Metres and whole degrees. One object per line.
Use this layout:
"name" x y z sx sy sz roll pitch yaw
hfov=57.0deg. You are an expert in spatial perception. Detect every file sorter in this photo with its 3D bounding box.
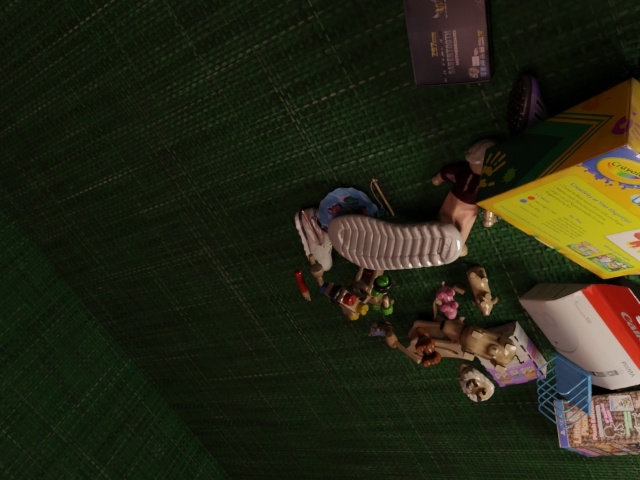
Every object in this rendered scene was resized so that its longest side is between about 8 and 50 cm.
"file sorter" 0.692 0.435 1.690 0.118 0.104 0.170 37 152 50

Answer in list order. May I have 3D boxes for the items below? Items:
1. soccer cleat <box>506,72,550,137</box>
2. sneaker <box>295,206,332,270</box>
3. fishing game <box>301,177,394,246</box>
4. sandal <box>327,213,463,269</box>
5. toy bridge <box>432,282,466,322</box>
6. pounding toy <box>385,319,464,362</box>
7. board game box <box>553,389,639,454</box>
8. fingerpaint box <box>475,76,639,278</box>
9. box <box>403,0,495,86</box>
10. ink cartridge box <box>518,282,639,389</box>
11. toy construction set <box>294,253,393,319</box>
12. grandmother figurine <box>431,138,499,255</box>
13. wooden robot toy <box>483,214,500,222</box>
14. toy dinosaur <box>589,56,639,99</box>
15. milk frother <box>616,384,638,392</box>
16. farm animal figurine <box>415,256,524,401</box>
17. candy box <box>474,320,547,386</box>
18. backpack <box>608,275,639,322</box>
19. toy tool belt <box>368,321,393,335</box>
"soccer cleat" 0.515 -0.249 1.413 0.116 0.108 0.318 -8 121 5
"sneaker" 0.000 0.000 1.886 0.095 0.090 0.235 -10 122 22
"fishing game" 0.082 -0.069 1.775 0.264 0.041 0.189 -19 115 20
"sandal" 0.214 0.001 1.697 0.416 0.102 0.169 8 115 32
"toy bridge" 0.394 0.199 1.875 0.063 0.026 0.188 28 134 6
"pounding toy" 0.352 0.362 1.924 0.269 0.155 0.154 3 144 19
"board game box" 0.890 0.550 1.753 0.291 0.141 0.232 -20 145 37
"fingerpaint box" 0.631 -0.101 1.259 0.445 0.163 0.371 26 156 -21
"box" 0.297 -0.477 1.356 0.183 0.059 0.232 4 127 27
"ink cartridge box" 0.726 0.256 1.530 0.308 0.091 0.385 53 171 -4
"toy construction set" 0.093 0.163 1.853 0.309 0.257 0.237 0 136 16
"grandmother figurine" 0.387 -0.123 1.572 0.208 0.104 0.342 34 134 19
"wooden robot toy" 0.504 -0.108 1.559 0.173 0.076 0.079 -32 71 41
"toy dinosaur" 0.686 -0.301 1.175 0.164 0.218 0.322 50 176 -35
"milk frother" 0.877 0.350 1.708 0.143 0.129 0.134 62 146 35
"farm animal figurine" 0.452 0.264 1.756 0.327 0.172 0.330 38 101 5
"candy box" 0.594 0.362 1.870 0.165 0.070 0.196 -25 112 39
"backpack" 0.816 0.201 1.594 0.158 0.117 0.173 29 137 5
"toy tool belt" 0.209 0.315 2.047 0.083 0.051 0.052 -6 123 31
